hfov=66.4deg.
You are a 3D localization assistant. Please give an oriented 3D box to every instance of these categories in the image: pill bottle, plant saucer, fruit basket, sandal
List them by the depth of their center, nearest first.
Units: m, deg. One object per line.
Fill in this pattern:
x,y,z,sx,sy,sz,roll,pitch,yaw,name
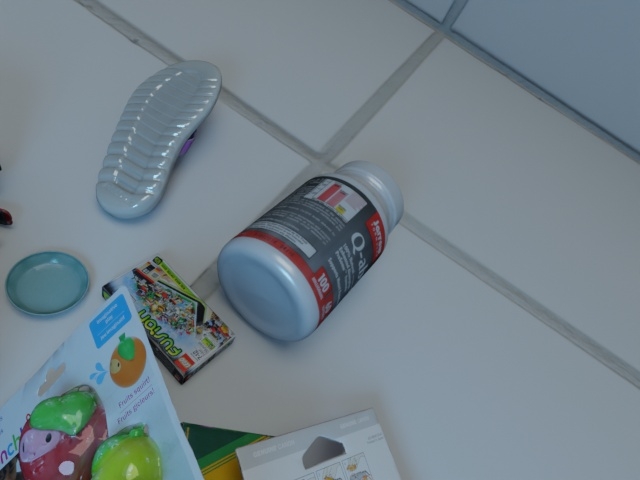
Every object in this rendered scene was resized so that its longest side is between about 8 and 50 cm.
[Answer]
-0.269,0.278,0.523,0.353,0.327,0.165,54,14,25,fruit basket
-0.441,0.072,0.794,0.119,0.021,0.119,12,52,-16,plant saucer
0.000,0.000,0.921,0.210,0.210,0.363,40,50,8,pill bottle
-0.332,-0.214,1.014,0.169,0.102,0.416,17,62,7,sandal

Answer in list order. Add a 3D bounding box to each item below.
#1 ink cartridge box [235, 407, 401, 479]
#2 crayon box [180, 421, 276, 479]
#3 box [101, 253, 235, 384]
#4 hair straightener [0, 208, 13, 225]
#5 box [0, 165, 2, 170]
0.020,0.391,0.669,0.296,0.066,0.261,7,51,-47,ink cartridge box
-0.134,0.391,0.618,0.165,0.081,0.278,26,44,-37,crayon box
-0.255,0.128,0.826,0.207,0.036,0.114,43,50,10,box
-0.629,-0.038,0.775,0.230,0.047,0.089,17,50,-11,hair straightener
-0.636,-0.112,0.699,0.143,0.165,0.270,27,50,4,box
